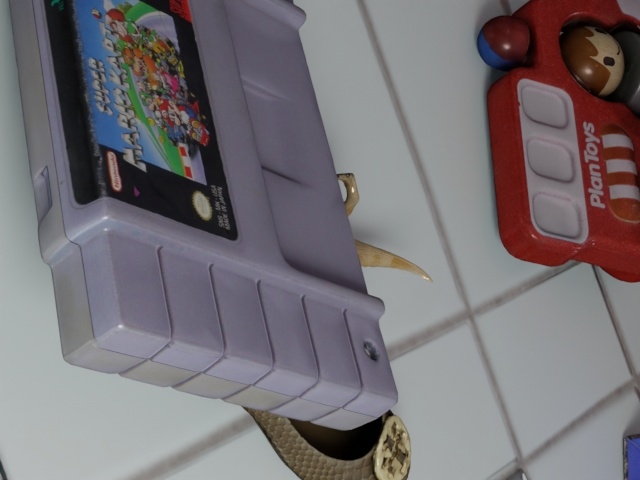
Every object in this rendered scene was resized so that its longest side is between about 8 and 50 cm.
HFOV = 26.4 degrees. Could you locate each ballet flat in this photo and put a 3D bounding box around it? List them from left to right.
[{"bbox_3d":[-0.013,0.091,0.874,0.250,0.058,0.084,44,44,-31],"label":"ballet flat"}]

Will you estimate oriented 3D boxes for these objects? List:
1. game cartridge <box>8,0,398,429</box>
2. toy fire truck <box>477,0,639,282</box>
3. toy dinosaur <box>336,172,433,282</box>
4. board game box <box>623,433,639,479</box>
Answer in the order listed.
[{"bbox_3d":[-0.076,-0.073,0.809,0.230,0.068,0.355,25,42,-49],"label":"game cartridge"},{"bbox_3d":[0.261,-0.108,1.250,0.254,0.169,0.302,12,63,-29],"label":"toy fire truck"},{"bbox_3d":[0.000,0.000,0.954,0.183,0.053,0.093,-6,94,-45],"label":"toy dinosaur"},{"bbox_3d":[0.448,0.271,1.240,0.291,0.232,0.141,33,51,-39],"label":"board game box"}]
